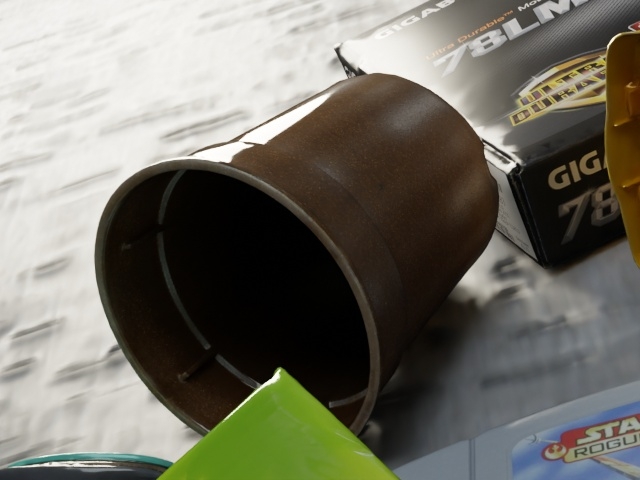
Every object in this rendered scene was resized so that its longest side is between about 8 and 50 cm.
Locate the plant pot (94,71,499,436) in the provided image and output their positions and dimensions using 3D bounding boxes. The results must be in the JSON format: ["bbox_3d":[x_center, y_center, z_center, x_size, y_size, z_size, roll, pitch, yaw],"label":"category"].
[{"bbox_3d":[0.000,0.000,0.897,0.167,0.167,0.165,-1,27,37],"label":"plant pot"}]

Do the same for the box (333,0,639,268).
[{"bbox_3d":[0.191,-0.119,1.063,0.296,0.073,0.293,-26,28,-8],"label":"box"}]

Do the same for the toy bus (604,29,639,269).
[{"bbox_3d":[0.273,-0.053,0.812,0.211,0.149,0.220,-23,20,-31],"label":"toy bus"}]

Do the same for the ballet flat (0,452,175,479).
[{"bbox_3d":[-0.158,0.143,0.853,0.203,0.074,0.074,-3,32,23],"label":"ballet flat"}]

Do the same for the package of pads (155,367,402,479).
[{"bbox_3d":[-0.011,0.198,0.522,0.229,0.101,0.296,-42,35,-7],"label":"package of pads"}]

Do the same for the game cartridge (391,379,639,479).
[{"bbox_3d":[0.148,0.122,0.665,0.297,0.062,0.198,-16,31,13],"label":"game cartridge"}]
